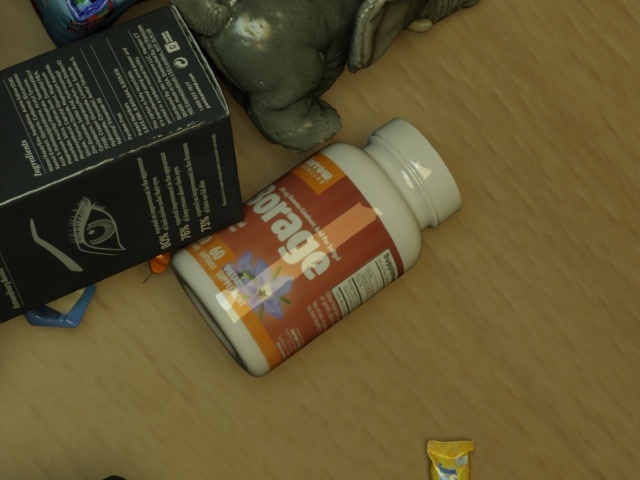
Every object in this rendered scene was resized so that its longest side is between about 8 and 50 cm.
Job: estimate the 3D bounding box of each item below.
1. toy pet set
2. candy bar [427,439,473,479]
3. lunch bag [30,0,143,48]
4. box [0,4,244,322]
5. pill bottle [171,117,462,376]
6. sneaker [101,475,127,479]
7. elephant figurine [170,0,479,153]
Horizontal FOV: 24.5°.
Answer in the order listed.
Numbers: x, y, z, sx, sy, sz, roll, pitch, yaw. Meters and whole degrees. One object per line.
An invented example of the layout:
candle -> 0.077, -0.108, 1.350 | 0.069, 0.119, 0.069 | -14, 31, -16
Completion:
toy pet set -> -0.190, 0.014, 1.170 | 0.122, 0.065, 0.114 | 30, 49, -13
candy bar -> 0.112, 0.247, 1.239 | 0.040, 0.018, 0.161 | -3, 90, -11
lunch bag -> -0.211, -0.296, 1.072 | 0.138, 0.221, 0.293 | -36, 97, -10
box -> -0.171, -0.052, 1.058 | 0.207, 0.153, 0.108 | -22, 63, -11
pill bottle -> 0.000, 0.000, 1.164 | 0.216, 0.121, 0.121 | -36, 97, -10
sneaker -> -0.336, 0.279, 1.089 | 0.483, 0.185, 0.202 | -6, 47, -1
elephant figurine -> 0.020, -0.196, 1.142 | 0.239, 0.186, 0.169 | -37, 105, -1
